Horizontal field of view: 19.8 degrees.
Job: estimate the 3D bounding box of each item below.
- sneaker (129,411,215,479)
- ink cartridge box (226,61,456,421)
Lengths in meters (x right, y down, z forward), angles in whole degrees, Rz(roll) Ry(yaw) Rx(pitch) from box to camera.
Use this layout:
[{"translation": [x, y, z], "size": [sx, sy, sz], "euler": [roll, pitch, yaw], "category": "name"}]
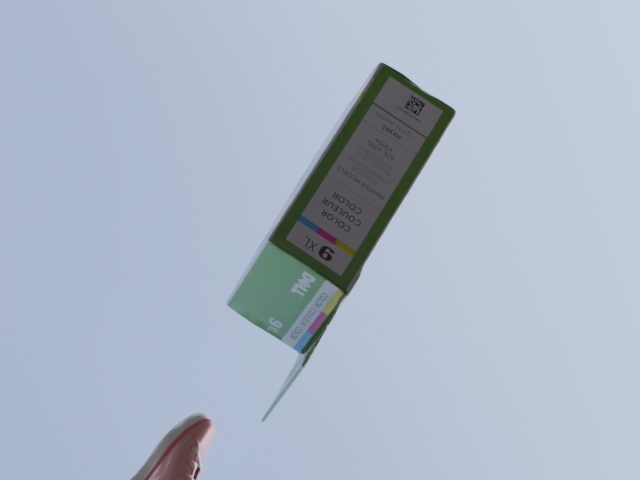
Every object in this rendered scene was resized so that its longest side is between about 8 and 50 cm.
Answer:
[{"translation": [-0.109, 0.196, 1.401], "size": [0.070, 0.051, 0.134], "euler": [30, -120, 24], "category": "sneaker"}, {"translation": [0.000, 0.000, 1.148], "size": [0.062, 0.109, 0.209], "euler": [32, -118, -2], "category": "ink cartridge box"}]
